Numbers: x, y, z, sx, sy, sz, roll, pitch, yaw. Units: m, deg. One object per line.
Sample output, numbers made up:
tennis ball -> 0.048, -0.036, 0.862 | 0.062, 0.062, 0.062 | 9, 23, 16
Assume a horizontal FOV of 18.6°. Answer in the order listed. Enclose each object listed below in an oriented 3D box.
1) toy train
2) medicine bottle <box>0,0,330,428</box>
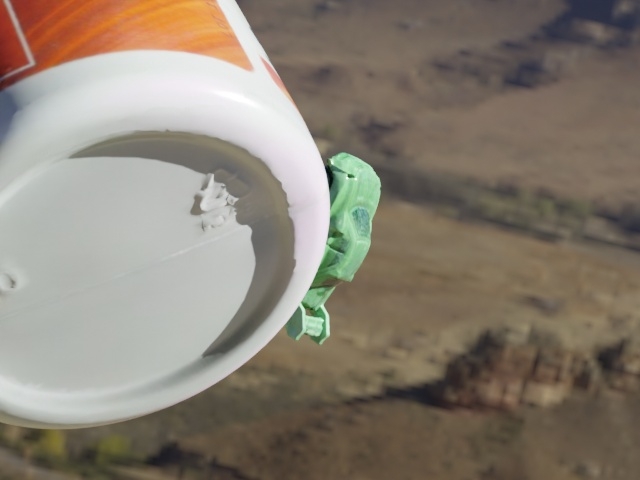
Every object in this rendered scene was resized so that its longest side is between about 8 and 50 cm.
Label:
toy train -> 0.002, 0.003, 1.623 | 0.081, 0.149, 0.099 | 37, 7, 22
medicine bottle -> -0.147, -0.056, 1.123 | 0.252, 0.252, 0.241 | 8, 37, -35
